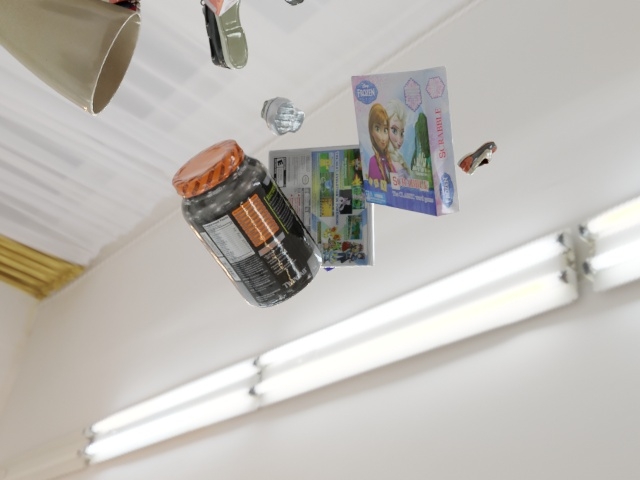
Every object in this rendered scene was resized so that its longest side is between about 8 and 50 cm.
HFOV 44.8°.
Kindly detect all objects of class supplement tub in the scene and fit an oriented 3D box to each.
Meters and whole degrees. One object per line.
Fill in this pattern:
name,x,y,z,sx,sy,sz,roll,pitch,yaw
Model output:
supplement tub,-0.160,-0.037,1.680,0.207,0.338,0.207,-26,-154,14

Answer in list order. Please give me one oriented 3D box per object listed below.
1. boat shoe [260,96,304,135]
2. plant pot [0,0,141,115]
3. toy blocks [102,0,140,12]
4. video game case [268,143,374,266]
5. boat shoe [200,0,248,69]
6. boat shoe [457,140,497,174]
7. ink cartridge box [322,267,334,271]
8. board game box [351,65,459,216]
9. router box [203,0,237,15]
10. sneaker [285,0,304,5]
boat shoe,-0.101,-0.282,1.754,0.226,0.076,0.083,3,110,-79
plant pot,-0.585,-0.455,1.751,0.256,0.274,0.256,-156,-90,-85
toy blocks,-0.494,-0.700,1.941,0.261,0.191,0.381,38,-46,29
video game case,-0.001,-0.091,2.111,0.300,0.036,0.329,-1,-94,20
boat shoe,-0.297,-0.671,2.273,0.113,0.340,0.127,4,-157,40
boat shoe,0.373,-0.191,1.805,0.043,0.137,0.049,44,-41,20
ink cartridge box,0.000,0.000,2.338,0.206,0.208,0.045,35,-63,17
board game box,0.188,-0.231,1.788,0.318,0.066,0.318,17,-63,63
router box,-0.132,-0.708,1.839,0.335,0.082,0.301,-44,-172,-11
sneaker,-0.022,-0.463,1.197,0.106,0.101,0.267,-32,-138,26
